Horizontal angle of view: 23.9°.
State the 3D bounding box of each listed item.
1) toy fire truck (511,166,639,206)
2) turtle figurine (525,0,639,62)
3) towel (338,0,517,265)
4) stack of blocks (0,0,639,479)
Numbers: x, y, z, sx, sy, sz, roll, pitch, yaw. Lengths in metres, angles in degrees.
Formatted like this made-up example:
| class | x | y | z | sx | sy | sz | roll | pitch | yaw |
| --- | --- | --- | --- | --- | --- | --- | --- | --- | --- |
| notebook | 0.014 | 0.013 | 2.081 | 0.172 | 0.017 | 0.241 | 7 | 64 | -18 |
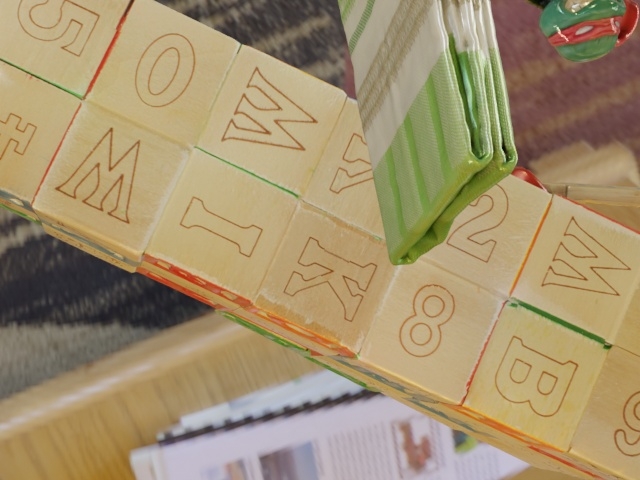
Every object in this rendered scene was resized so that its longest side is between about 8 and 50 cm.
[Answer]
| class | x | y | z | sx | sy | sz | roll | pitch | yaw |
| --- | --- | --- | --- | --- | --- | --- | --- | --- | --- |
| toy fire truck | 0.175 | 0.012 | 1.176 | 0.246 | 0.217 | 0.158 | -43 | 113 | 4 |
| turtle figurine | 0.121 | -0.171 | 0.692 | 0.175 | 0.118 | 0.234 | -13 | 91 | -44 |
| towel | 0.025 | -0.078 | 0.437 | 0.023 | 0.113 | 0.152 | -8 | 78 | -9 |
| stack of blocks | 0.000 | 0.000 | 0.621 | 0.297 | 0.171 | 0.087 | 25 | 83 | -6 |
